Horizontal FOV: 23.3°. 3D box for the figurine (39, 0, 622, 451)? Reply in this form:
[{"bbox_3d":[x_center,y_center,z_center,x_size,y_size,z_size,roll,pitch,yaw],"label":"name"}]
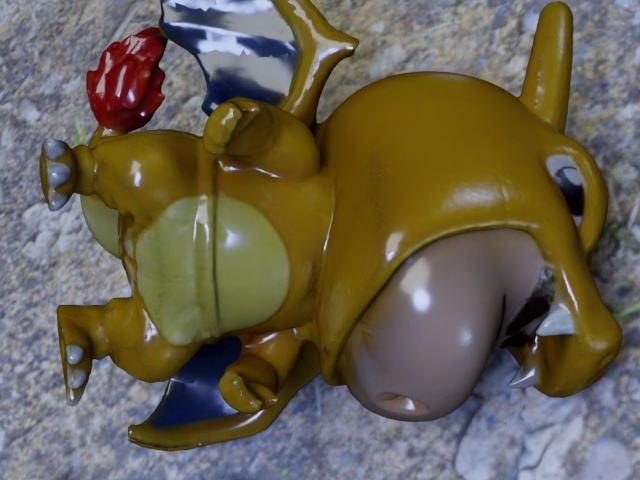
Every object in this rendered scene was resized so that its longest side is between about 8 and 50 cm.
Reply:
[{"bbox_3d":[0.000,-0.034,1.099,0.387,0.268,0.400,-4,95,-8],"label":"figurine"}]
